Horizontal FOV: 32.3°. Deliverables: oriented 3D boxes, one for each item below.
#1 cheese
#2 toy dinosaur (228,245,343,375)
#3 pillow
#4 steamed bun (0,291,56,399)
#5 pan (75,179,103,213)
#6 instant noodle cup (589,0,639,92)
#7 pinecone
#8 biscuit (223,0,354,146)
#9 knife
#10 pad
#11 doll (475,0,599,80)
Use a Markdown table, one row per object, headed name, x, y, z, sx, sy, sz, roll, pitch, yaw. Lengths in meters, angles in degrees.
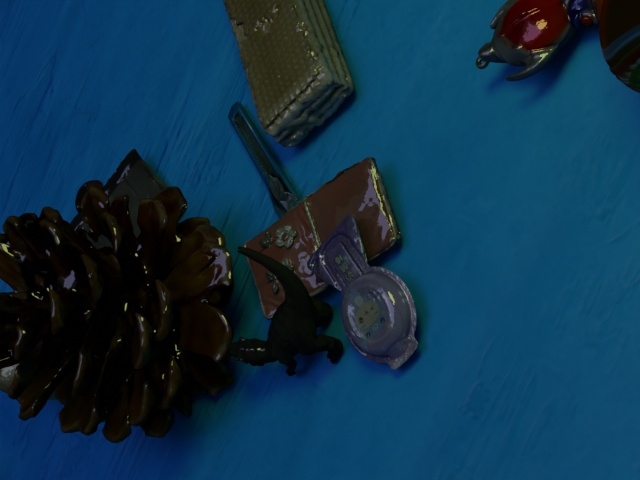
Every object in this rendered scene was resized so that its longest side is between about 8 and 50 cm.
| name | x | y | z | sx | sy | sz | roll | pitch | yaw |
| --- | --- | --- | --- | --- | --- | --- | --- | --- | --- |
| cheese | 0.053 | 0.067 | 1.305 | 0.105 | 0.042 | 0.191 | -50 | 56 | 25 |
| toy dinosaur | -0.067 | 0.107 | 1.332 | 0.187 | 0.179 | 0.087 | -44 | 47 | 30 |
| pillow | 0.000 | 0.000 | 1.392 | 0.232 | 0.043 | 0.126 | -34 | 66 | 31 |
| steamed bun | -0.447 | 0.177 | 1.749 | 0.231 | 0.110 | 0.212 | -30 | 55 | -9 |
| pan | -0.379 | -0.063 | 1.842 | 0.115 | 0.023 | 0.068 | 33 | 99 | 48 |
| instant noodle cup | 0.343 | -0.279 | 1.015 | 0.250 | 0.250 | 0.192 | -44 | 39 | 27 |
| pinecone | -0.316 | 0.093 | 1.470 | 0.384 | 0.384 | 0.384 | -19 | 62 | 41 |
| biscuit | -0.066 | -0.327 | 1.570 | 0.144 | 0.078 | 0.426 | -42 | 48 | 30 |
| knife | -0.075 | -0.098 | 1.533 | 0.044 | 0.026 | 0.296 | -60 | 42 | 29 |
| pad | -0.324 | -0.012 | 1.726 | 0.233 | 0.022 | 0.174 | -49 | 54 | 6 |
| doll | 0.252 | -0.244 | 1.218 | 0.195 | 0.062 | 0.104 | -30 | 73 | 27 |
